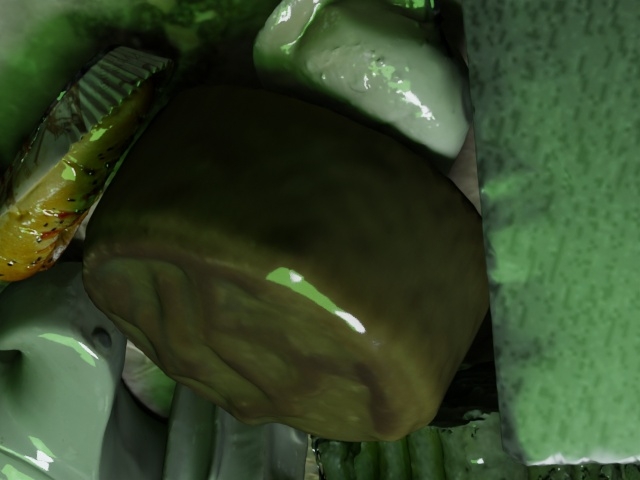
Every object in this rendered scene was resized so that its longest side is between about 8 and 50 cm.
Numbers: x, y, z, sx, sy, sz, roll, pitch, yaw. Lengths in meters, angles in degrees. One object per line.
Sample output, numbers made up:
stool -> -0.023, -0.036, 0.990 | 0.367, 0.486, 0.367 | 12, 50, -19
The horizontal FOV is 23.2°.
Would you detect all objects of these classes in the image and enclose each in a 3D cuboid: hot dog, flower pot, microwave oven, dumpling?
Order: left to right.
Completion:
hot dog -> -0.190, -0.054, 1.175 | 0.069, 0.131, 0.252 | 41, 131, -2
flower pot -> -0.197, 0.180, 1.420 | 0.254, 0.164, 0.367 | -27, 129, 29
dumpling -> 0.032, -0.111, 1.077 | 0.150, 0.092, 0.176 | 5, 150, 16
microwave oven -> 0.316, -0.050, 0.879 | 0.432, 0.236, 0.374 | -3, 105, 14

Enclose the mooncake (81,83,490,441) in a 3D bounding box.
mooncake -> -0.026, 0.029, 1.116 | 0.284, 0.155, 0.284 | 22, 154, 12

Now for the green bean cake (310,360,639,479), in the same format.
green bean cake -> 0.143, 0.167, 1.250 | 0.255, 0.132, 0.241 | -5, 179, -30
